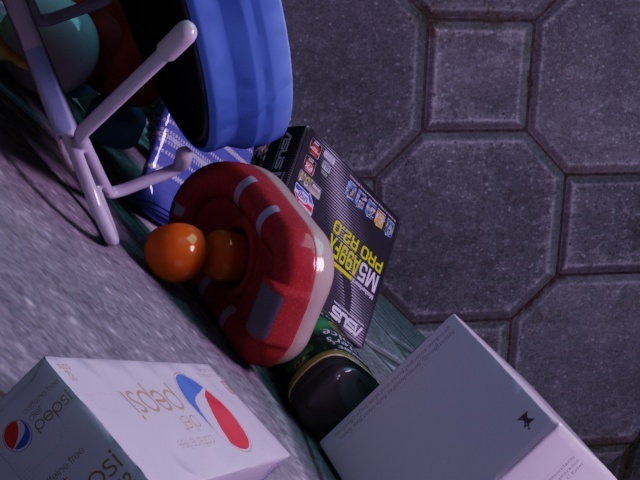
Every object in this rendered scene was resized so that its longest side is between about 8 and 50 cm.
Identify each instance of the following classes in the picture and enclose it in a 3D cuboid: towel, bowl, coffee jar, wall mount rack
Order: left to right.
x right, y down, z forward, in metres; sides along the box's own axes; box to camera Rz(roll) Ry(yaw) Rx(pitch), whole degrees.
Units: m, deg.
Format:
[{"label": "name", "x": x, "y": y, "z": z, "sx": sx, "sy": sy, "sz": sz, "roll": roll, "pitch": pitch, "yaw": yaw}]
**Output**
[{"label": "wall mount rack", "x": -0.198, "y": -0.185, "z": 0.977, "sx": 0.304, "sy": 0.130, "sz": 0.350, "roll": 106, "pitch": -39, "yaw": -74}, {"label": "bowl", "x": -0.138, "y": -0.264, "z": 1.031, "sx": 0.391, "sy": 0.077, "sz": 0.391, "roll": 159, "pitch": -90, "yaw": -76}, {"label": "towel", "x": -0.130, "y": -0.167, "z": 1.334, "sx": 0.040, "sy": 0.336, "sz": 0.243, "roll": 8, "pitch": -11, "yaw": 19}, {"label": "coffee jar", "x": 0.001, "y": 0.130, "z": 1.128, "sx": 0.096, "sy": 0.079, "sz": 0.184, "roll": 43, "pitch": 5, "yaw": -28}]

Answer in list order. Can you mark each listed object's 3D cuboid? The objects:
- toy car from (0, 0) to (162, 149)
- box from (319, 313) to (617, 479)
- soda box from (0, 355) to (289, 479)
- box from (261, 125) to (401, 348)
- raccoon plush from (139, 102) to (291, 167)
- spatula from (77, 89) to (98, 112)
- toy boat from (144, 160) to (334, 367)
[{"label": "toy car", "x": -0.302, "y": -0.239, "z": 1.301, "sx": 0.238, "sy": 0.219, "sz": 0.210, "roll": -9, "pitch": 47, "yaw": -49}, {"label": "box", "x": 0.126, "y": 0.197, "z": 0.995, "sx": 0.119, "sy": 0.181, "sz": 0.182, "roll": 44, "pitch": 4, "yaw": -36}, {"label": "soda box", "x": -0.085, "y": 0.104, "z": 0.531, "sx": 0.074, "sy": 0.069, "sz": 0.216, "roll": 47, "pitch": 3, "yaw": 13}, {"label": "box", "x": 0.000, "y": 0.000, "z": 1.578, "sx": 0.060, "sy": 0.216, "sz": 0.270, "roll": 0, "pitch": -29, "yaw": 37}, {"label": "raccoon plush", "x": -0.135, "y": -0.085, "z": 1.629, "sx": 0.299, "sy": 0.216, "sz": 0.446, "roll": 57, "pitch": 27, "yaw": 13}, {"label": "spatula", "x": -0.310, "y": -0.305, "z": 1.458, "sx": 0.168, "sy": 0.242, "sz": 0.019, "roll": 50, "pitch": 39, "yaw": 14}, {"label": "toy boat", "x": -0.098, "y": 0.013, "z": 1.081, "sx": 0.151, "sy": 0.151, "sz": 0.231, "roll": 8, "pitch": 25, "yaw": -31}]
